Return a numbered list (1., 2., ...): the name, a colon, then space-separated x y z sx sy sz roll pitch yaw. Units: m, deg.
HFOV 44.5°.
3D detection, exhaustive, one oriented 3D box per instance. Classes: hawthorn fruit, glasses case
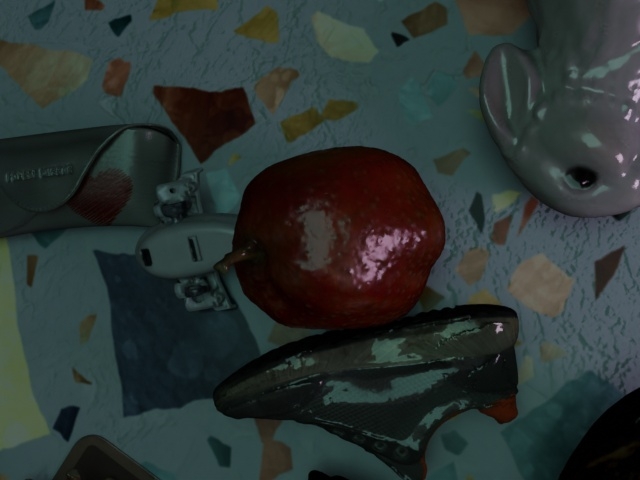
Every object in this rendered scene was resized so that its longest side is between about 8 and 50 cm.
1. hawthorn fruit: 0.000 0.000 0.805 0.205 0.253 0.204 4 95 52
2. glasses case: -0.329 -0.069 0.958 0.308 0.083 0.128 -6 82 10

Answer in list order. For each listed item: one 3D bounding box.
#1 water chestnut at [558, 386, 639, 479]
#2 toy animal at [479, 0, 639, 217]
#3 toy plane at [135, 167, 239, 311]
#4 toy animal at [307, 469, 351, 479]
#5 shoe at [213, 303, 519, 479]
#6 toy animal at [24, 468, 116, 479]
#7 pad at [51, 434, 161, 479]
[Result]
1. water chestnut: 0.356 0.261 0.702 0.244 0.289 0.289 43 92 -17
2. toy animal: 0.276 -0.209 0.825 0.258 0.194 0.357 17 94 2
3. toy plane: -0.133 0.002 0.917 0.174 0.080 0.173 1 102 7
4. toy animal: 0.047 0.355 0.845 0.180 0.116 0.218 -2 76 -19
5. shoe: 0.060 0.180 0.846 0.337 0.132 0.170 -13 90 5
6. toy animal: -0.256 0.339 0.910 0.241 0.057 0.099 35 97 11
7. pad: -0.223 0.368 0.926 0.266 0.002 0.176 32 90 12
